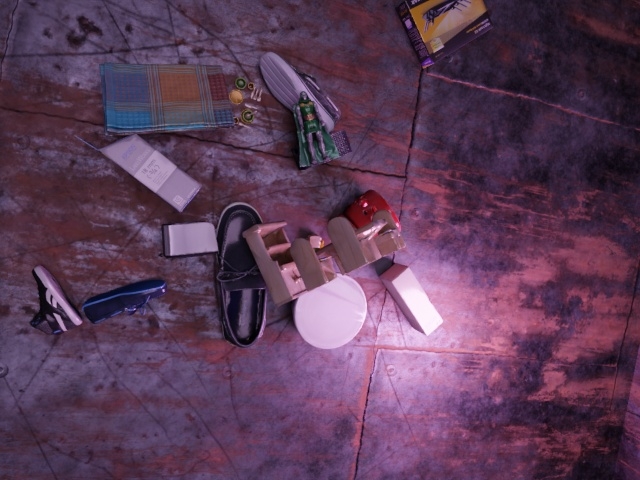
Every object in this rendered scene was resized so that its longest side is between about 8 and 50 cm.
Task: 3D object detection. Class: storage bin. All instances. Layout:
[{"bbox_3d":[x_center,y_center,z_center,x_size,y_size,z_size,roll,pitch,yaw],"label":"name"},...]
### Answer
[{"bbox_3d":[0.004,-0.312,1.583,0.180,0.122,0.084,-22,102,-15],"label":"storage bin"}]

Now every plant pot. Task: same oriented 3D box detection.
[{"bbox_3d":[0.164,-0.059,1.629,0.174,0.191,0.191,-35,105,-9],"label":"plant pot"}]

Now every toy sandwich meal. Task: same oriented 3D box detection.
[{"bbox_3d":[-0.022,0.019,1.657,0.085,0.029,0.086,-2,96,-18],"label":"toy sandwich meal"}]

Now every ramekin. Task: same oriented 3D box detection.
[{"bbox_3d":[0.020,0.239,1.643,0.272,0.127,0.273,-2,97,-18],"label":"ramekin"}]

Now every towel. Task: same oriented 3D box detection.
[{"bbox_3d":[-0.464,-0.438,1.385,0.370,0.040,0.272,-8,65,-19],"label":"towel"}]

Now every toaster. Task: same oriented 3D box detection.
[{"bbox_3d":[-0.423,-0.002,1.450,0.185,0.168,0.110,-6,95,-19],"label":"toaster"}]

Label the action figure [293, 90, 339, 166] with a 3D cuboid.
[{"bbox_3d":[-0.030,-0.368,1.476,0.137,0.063,0.232,-16,92,-13],"label":"action figure"}]

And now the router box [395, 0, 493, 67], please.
[{"bbox_3d":[0.466,-0.832,1.708,0.308,0.081,0.243,-34,105,-12],"label":"router box"}]

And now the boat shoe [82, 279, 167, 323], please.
[{"bbox_3d":[-0.609,0.193,1.453,0.258,0.109,0.089,-14,108,0],"label":"boat shoe"}]

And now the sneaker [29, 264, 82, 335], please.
[{"bbox_3d":[-0.832,0.193,1.374,0.121,0.079,0.217,-32,106,-15],"label":"sneaker"}]

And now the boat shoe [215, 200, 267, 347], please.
[{"bbox_3d":[-0.254,0.121,1.526,0.186,0.156,0.501,0,94,-17],"label":"boat shoe"}]

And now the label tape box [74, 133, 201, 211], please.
[{"bbox_3d":[-0.523,-0.227,1.350,0.333,0.240,0.106,39,83,-18],"label":"label tape box"}]

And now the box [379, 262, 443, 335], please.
[{"bbox_3d":[0.350,0.226,1.763,0.094,0.113,0.275,-38,107,-12],"label":"box"}]

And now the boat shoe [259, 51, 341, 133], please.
[{"bbox_3d":[-0.066,-0.509,1.558,0.335,0.121,0.119,46,57,-22],"label":"boat shoe"}]

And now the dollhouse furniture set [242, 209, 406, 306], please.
[{"bbox_3d":[0.000,0.000,1.398,0.394,0.362,0.257,-28,84,27],"label":"dollhouse furniture set"}]

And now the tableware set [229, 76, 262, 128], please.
[{"bbox_3d":[-0.258,-0.460,1.532,0.104,0.024,0.154,18,90,-19],"label":"tableware set"}]
